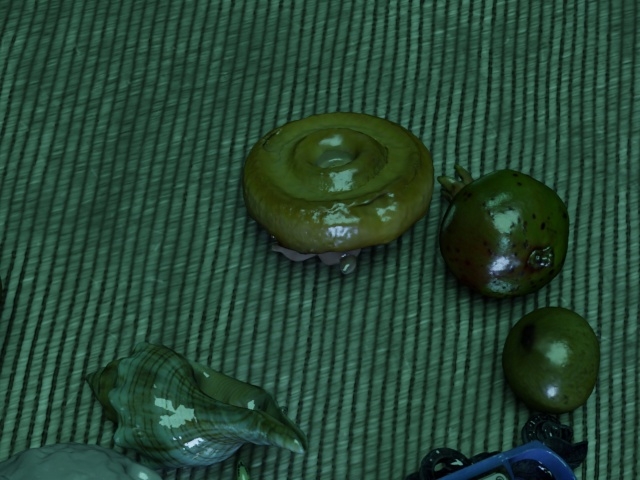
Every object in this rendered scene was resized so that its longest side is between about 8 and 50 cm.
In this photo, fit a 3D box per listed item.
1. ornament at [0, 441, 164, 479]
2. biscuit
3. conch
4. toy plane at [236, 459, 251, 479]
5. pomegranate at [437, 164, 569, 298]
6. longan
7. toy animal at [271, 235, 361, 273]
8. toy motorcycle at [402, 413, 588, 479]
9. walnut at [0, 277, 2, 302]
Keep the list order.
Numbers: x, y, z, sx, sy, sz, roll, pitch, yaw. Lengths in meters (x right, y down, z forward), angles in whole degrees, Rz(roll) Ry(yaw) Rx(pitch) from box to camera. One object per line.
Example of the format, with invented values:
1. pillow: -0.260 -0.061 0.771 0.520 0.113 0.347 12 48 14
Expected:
1. ornament: -0.309 0.423 1.723 0.337 0.337 0.337 2 65 -4
2. biscuit: 0.026 -0.100 2.057 0.296 0.102 0.296 -2 39 1
3. conch: -0.177 0.249 1.899 0.386 0.169 0.203 26 29 25
4. toy plane: -0.103 0.365 1.920 0.102 0.040 0.111 -9 66 -11
5. pomegranate: 0.262 -0.031 2.048 0.198 0.198 0.246 -24 70 -15
6. longan: 0.346 0.179 1.995 0.176 0.145 0.155 38 79 -30
7. toy animal: -0.001 0.001 2.073 0.150 0.083 0.089 -1 23 5
8. toy motorcycle: 0.258 0.371 1.884 0.358 0.125 0.212 -16 63 -32
9. walnut: -0.633 0.056 1.866 0.381 0.381 0.381 2 65 -4
